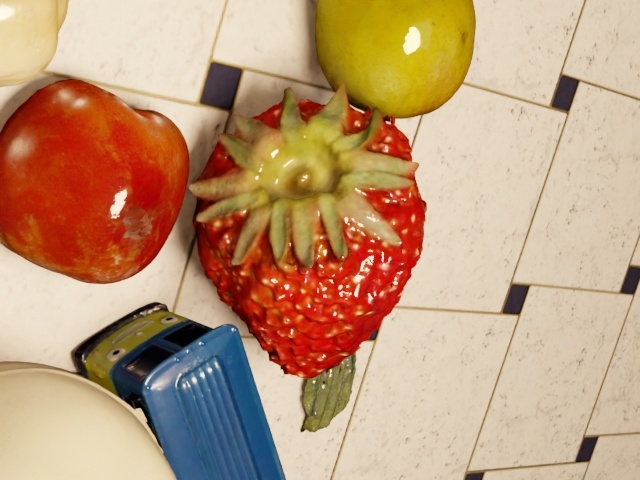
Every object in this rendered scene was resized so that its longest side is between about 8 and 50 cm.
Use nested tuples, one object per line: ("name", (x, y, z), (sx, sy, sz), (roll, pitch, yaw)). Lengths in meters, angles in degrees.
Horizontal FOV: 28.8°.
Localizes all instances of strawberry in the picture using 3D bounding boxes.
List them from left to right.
("strawberry", (0.002, -0.001, 1.450), (0.292, 0.292, 0.343), (-51, 157, -14))

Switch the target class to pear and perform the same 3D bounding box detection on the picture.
("pear", (0.087, -0.239, 1.449), (0.200, 0.200, 0.200), (-21, 123, -37))

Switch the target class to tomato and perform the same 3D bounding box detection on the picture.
("tomato", (-0.218, -0.044, 1.276), (0.233, 0.139, 0.200), (15, 105, -48))

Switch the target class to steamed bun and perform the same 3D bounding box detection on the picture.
("steamed bun", (-0.295, 0.298, 1.242), (0.334, 0.334, 0.374), (-39, 127, -25))

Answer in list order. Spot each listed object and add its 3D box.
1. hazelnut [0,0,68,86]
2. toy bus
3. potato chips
("hazelnut", (-0.332, -0.226, 1.042), (0.261, 0.261, 0.241), (-17, 153, -39))
("toy bus", (-0.153, 0.229, 1.431), (0.138, 0.175, 0.287), (-32, 119, -34))
("potato chips", (0.013, 0.169, 1.695), (0.092, 0.028, 0.207), (-16, 122, -41))
